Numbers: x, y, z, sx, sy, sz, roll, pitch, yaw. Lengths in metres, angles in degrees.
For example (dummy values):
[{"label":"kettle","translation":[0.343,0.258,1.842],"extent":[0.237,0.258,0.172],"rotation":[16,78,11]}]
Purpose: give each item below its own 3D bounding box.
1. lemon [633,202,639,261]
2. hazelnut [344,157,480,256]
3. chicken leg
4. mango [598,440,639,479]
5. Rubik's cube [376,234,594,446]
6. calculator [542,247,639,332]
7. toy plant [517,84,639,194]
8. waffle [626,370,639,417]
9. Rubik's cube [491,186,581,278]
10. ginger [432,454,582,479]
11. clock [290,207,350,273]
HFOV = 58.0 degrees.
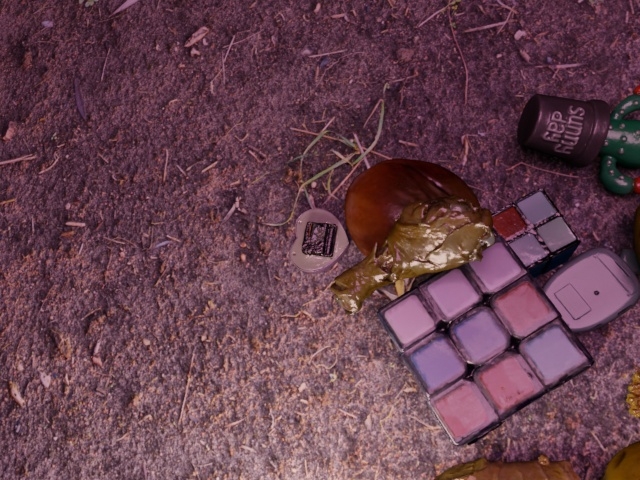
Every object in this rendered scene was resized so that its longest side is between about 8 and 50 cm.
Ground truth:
[{"label":"lemon","translation":[0.932,-0.003,1.349],"extent":[0.350,0.350,0.386],"rotation":[-13,66,9]},{"label":"hazelnut","translation":[0.241,-0.061,1.529],"extent":[0.373,0.372,0.315],"rotation":[-4,111,12]},{"label":"chicken leg","translation":[0.188,0.040,1.296],"extent":[0.429,0.153,0.201],"rotation":[-35,69,22]},{"label":"mango","translation":[0.839,0.564,1.252],"extent":[0.446,0.220,0.301],"rotation":[-11,59,5]},{"label":"Rubik's cube","translation":[0.378,0.252,1.385],"extent":[0.362,0.363,0.358],"rotation":[-33,65,6]},{"label":"calculator","translation":[0.720,0.122,1.513],"extent":[0.299,0.041,0.185],"rotation":[-33,69,3]},{"label":"toy plant","translation":[0.752,-0.274,1.560],"extent":[0.401,0.185,0.279],"rotation":[12,65,-1]},{"label":"waffle","translation":[0.848,0.384,1.398],"extent":[0.194,0.051,0.148],"rotation":[21,79,13]},{"label":"Rubik's cube","translation":[0.547,-0.003,1.527],"extent":[0.184,0.167,0.180],"rotation":[-26,69,2]},{"label":"ginger","translation":[0.450,0.599,1.388],"extent":[0.354,0.126,0.189],"rotation":[5,85,17]},{"label":"clock","translation":[0.000,0.000,1.708],"extent":[0.172,0.064,0.197],"rotation":[6,75,16]}]
